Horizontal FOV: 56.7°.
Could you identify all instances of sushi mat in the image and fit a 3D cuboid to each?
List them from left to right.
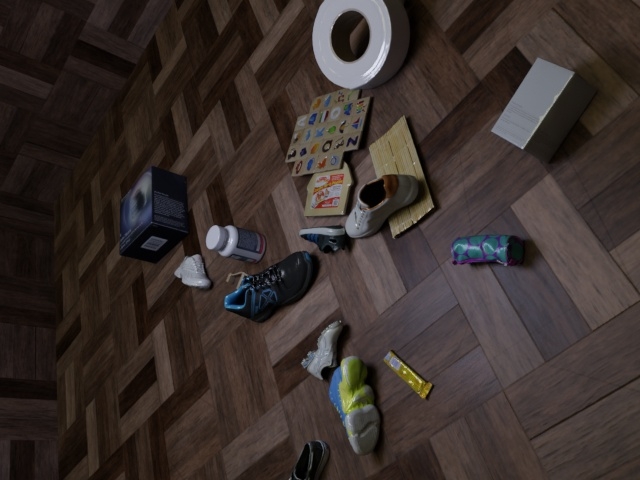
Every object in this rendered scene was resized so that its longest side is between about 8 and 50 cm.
[{"bbox_3d":[0.213,-0.172,1.591,0.151,0.019,0.316,-37,51,37],"label":"sushi mat"}]

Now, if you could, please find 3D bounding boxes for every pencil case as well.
[{"bbox_3d":[0.365,0.023,1.308,0.152,0.064,0.070,-2,59,50],"label":"pencil case"}]

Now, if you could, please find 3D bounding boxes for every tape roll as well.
[{"bbox_3d":[0.113,-0.582,1.705,0.286,0.100,0.286,12,109,38],"label":"tape roll"}]

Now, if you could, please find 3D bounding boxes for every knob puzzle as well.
[{"bbox_3d":[0.033,-0.164,1.789,0.213,0.030,0.213,-21,60,41],"label":"knob puzzle"}]

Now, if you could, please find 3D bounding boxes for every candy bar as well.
[{"bbox_3d":[0.206,0.317,1.427,0.161,0.018,0.040,38,103,49],"label":"candy bar"}]

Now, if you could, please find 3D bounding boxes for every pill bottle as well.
[{"bbox_3d":[-0.283,0.008,1.981,0.108,0.180,0.108,-20,62,44],"label":"pill bottle"}]

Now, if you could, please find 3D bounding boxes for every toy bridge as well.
[{"bbox_3d":[-0.265,0.142,2.035,0.188,0.026,0.063,26,95,50],"label":"toy bridge"}]

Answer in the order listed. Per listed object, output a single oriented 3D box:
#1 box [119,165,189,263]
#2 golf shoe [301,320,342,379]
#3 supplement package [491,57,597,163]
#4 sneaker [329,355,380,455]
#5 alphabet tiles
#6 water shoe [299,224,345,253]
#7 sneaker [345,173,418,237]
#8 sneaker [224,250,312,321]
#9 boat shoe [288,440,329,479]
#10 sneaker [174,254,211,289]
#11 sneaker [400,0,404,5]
[{"bbox_3d":[-0.717,-0.107,2.533,0.296,0.183,0.294,-36,51,36],"label":"box"},{"bbox_3d":[0.026,0.302,1.624,0.086,0.069,0.176,40,112,27],"label":"golf shoe"},{"bbox_3d":[0.472,-0.274,1.256,0.179,0.105,0.105,-59,40,17],"label":"supplement package"},{"bbox_3d":[0.082,0.420,1.502,0.126,0.091,0.240,137,134,-57],"label":"sneaker"},{"bbox_3d":[0.017,-0.342,1.862,0.342,0.011,0.285,-2,69,49],"label":"alphabet tiles"},{"bbox_3d":[0.000,0.000,1.736,0.203,0.073,0.080,-2,95,60],"label":"water shoe"},{"bbox_3d":[0.124,-0.097,1.566,0.290,0.123,0.106,-43,49,49],"label":"sneaker"},{"bbox_3d":[-0.158,0.144,1.820,0.341,0.140,0.125,-43,46,30],"label":"sneaker"},{"bbox_3d":[-0.049,0.632,1.573,0.078,0.070,0.219,21,93,51],"label":"boat shoe"},{"bbox_3d":[-0.477,0.112,2.248,0.232,0.090,0.115,23,91,50],"label":"sneaker"},{"bbox_3d":[0.166,-0.785,1.795,0.292,0.108,0.169,31,104,51],"label":"sneaker"}]
